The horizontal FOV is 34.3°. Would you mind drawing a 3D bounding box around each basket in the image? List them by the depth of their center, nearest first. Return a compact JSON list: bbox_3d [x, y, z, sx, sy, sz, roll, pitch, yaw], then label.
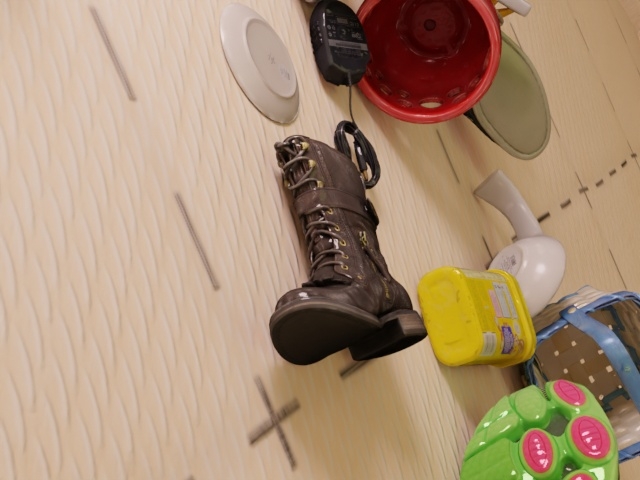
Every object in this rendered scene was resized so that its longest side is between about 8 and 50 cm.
[{"bbox_3d":[0.391,0.197,1.385,0.255,0.201,0.289,60,-4,-11],"label":"basket"}]

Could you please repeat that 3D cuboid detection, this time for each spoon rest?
[{"bbox_3d":[0.278,0.013,1.454,0.084,0.137,0.276,30,33,-24],"label":"spoon rest"}]

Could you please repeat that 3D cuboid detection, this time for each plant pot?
[{"bbox_3d":[0.142,-0.265,1.347,0.191,0.191,0.174,59,22,-15],"label":"plant pot"}]

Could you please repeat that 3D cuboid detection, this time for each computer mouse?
[{"bbox_3d":[0.028,-0.174,1.238,0.071,0.041,0.242,3,73,-38],"label":"computer mouse"}]

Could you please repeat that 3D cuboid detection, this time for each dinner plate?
[{"bbox_3d":[-0.059,-0.193,1.114,0.141,0.017,0.141,42,36,-42],"label":"dinner plate"}]

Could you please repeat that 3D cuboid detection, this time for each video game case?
[{"bbox_3d":[0.194,-0.392,1.481,0.190,0.022,0.173,24,20,-24],"label":"video game case"}]

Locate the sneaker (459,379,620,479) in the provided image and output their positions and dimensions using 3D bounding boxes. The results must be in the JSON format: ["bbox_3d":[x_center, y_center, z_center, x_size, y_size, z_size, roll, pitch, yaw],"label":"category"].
[{"bbox_3d":[0.259,0.380,1.118,0.202,0.185,0.483,61,25,-53],"label":"sneaker"}]

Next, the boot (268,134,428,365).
[{"bbox_3d":[0.000,0.000,1.014,0.263,0.091,0.229,16,50,-62],"label":"boot"}]

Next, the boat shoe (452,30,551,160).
[{"bbox_3d":[0.224,-0.263,1.583,0.340,0.113,0.127,45,78,-22],"label":"boat shoe"}]

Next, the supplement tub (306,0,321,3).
[{"bbox_3d":[0.007,-0.404,1.253,0.200,0.144,0.144,66,27,-2],"label":"supplement tub"}]

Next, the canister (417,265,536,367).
[{"bbox_3d":[0.194,0.095,1.285,0.170,0.073,0.126,9,61,-57],"label":"canister"}]

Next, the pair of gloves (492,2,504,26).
[{"bbox_3d":[0.242,-0.353,1.677,0.204,0.042,0.240,48,6,40],"label":"pair of gloves"}]

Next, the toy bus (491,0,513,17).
[{"bbox_3d":[0.282,-0.476,1.852,0.191,0.104,0.202,60,27,-13],"label":"toy bus"}]
